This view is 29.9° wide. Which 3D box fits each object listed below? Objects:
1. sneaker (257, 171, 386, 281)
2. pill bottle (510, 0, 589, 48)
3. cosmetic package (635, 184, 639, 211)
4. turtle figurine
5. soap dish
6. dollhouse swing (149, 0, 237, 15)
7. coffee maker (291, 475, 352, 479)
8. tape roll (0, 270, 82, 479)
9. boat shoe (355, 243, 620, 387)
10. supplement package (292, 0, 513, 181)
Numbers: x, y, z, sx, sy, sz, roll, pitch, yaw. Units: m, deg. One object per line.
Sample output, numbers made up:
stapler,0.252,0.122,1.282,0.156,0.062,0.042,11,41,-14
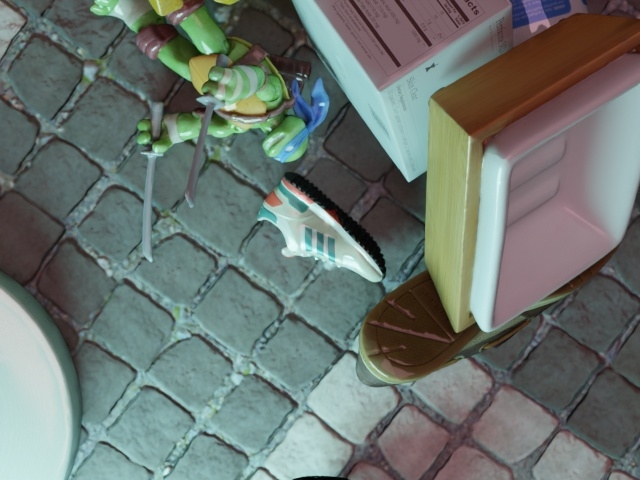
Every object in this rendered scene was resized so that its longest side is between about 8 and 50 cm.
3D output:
sneaker,0.000,0.000,1.340,0.161,0.057,0.075,42,108,-5
pill bottle,0.218,-0.263,1.289,0.124,0.124,0.221,-16,93,-1
cosmetic package,0.388,-0.116,1.324,0.117,0.085,0.231,-25,95,0
turtle figurine,-0.152,-0.160,1.250,0.275,0.198,0.266,-36,89,-2
soap dish,0.206,-0.067,1.164,0.229,0.291,0.118,-32,55,-21
dollhouse swing,-0.065,-0.463,1.119,0.347,0.305,0.315,-28,75,-18
coffee maker,0.018,0.366,1.300,0.120,0.171,0.178,11,95,-19
tape roll,-0.461,0.195,1.325,0.392,0.072,0.392,0,94,-1
boat shoe,0.179,0.059,1.317,0.342,0.123,0.123,-34,75,-20
supplement package,0.079,-0.211,1.192,0.145,0.262,0.204,-34,72,1
